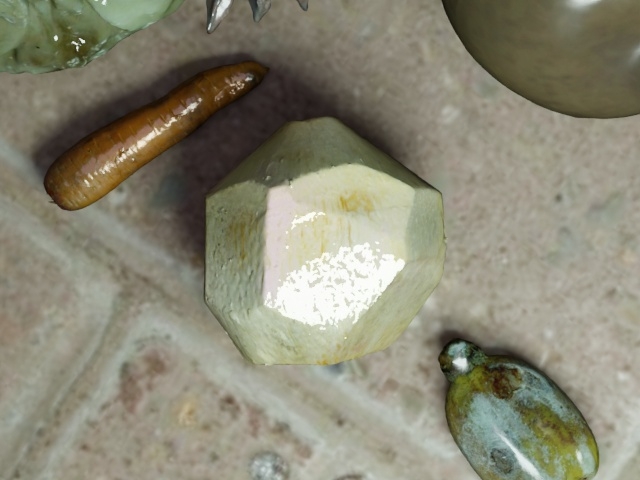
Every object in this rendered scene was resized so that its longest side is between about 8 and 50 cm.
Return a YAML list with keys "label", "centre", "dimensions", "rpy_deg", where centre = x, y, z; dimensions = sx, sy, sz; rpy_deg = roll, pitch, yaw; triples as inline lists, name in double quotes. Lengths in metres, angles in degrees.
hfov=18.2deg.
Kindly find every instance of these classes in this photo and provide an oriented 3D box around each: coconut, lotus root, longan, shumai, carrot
- label: "coconut"
  centre: [0.000, 0.000, 1.829]
  dimensions: [0.237, 0.197, 0.237]
  rpy_deg: [0, 92, -6]
- label: "lotus root"
  centre: [0.180, 0.171, 1.881]
  dimensions: [0.113, 0.088, 0.192]
  rpy_deg: [-41, 89, -9]
- label: "longan"
  centre: [0.242, -0.253, 1.751]
  dimensions: [0.297, 0.297, 0.297]
  rpy_deg: [0, 94, 5]
- label: "shumai"
  centre: [-0.266, -0.296, 1.797]
  dimensions: [0.304, 0.263, 0.309]
  rpy_deg: [18, 96, 5]
- label: "carrot"
  centre: [-0.159, -0.107, 1.907]
  dimensions: [0.248, 0.059, 0.059]
  rpy_deg: [-32, 91, 4]

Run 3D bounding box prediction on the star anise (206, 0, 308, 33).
- label: "star anise"
  centre: [-0.067, -0.286, 1.849]
  dimensions: [0.182, 0.065, 0.195]
  rpy_deg: [3, 88, -31]
